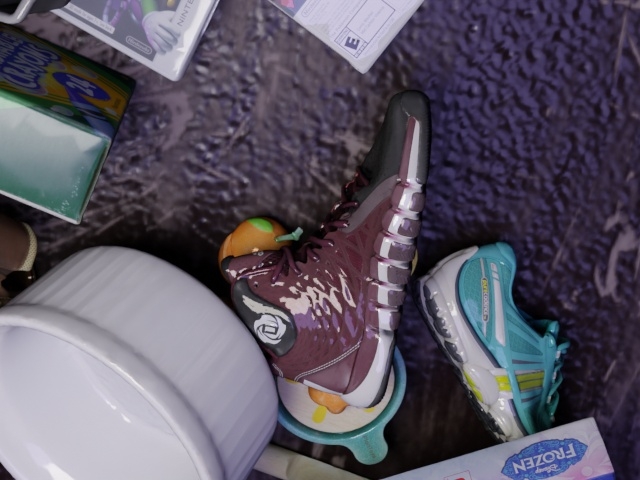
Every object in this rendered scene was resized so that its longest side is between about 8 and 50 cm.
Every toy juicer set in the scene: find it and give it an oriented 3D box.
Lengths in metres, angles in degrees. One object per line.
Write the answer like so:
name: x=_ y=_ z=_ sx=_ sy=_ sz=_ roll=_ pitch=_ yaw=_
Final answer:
toy juicer set: x=-0.024 y=0.128 z=1.319 sx=0.209 sy=0.089 sz=0.329 roll=2 pitch=111 yaw=-2

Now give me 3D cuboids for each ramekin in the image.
ramekin: x=-0.171 y=0.137 z=1.236 sx=0.277 sy=0.135 sz=0.277 roll=21 pitch=136 yaw=22

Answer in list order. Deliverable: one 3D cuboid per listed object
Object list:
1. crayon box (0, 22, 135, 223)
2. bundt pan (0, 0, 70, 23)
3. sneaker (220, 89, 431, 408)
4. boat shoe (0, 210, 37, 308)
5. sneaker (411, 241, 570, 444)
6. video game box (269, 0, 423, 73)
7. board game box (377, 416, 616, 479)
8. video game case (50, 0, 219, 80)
crayon box: x=-0.322 y=-0.138 z=1.148 sx=0.323 sy=0.203 sz=0.083 roll=22 pitch=107 yaw=-9
bundt pan: x=-0.255 y=-0.319 z=1.082 sx=0.330 sy=0.124 sz=0.331 roll=2 pitch=95 yaw=20
sneaker: x=0.000 y=0.000 z=1.200 sx=0.162 sy=0.106 sz=0.281 roll=11 pitch=101 yaw=3
boat shoe: x=-0.290 y=-0.005 z=1.201 sx=0.095 sy=0.257 sz=0.095 roll=-1 pitch=73 yaw=-4
sneaker: x=0.190 y=0.126 z=1.321 sx=0.110 sy=0.107 sz=0.275 roll=-30 pitch=112 yaw=-5
video game box: x=0.026 y=-0.277 z=1.188 sx=0.187 sy=0.048 sz=0.205 roll=36 pitch=106 yaw=-15
board game box: x=0.137 y=0.320 z=1.339 sx=0.318 sy=0.066 sz=0.319 roll=-18 pitch=137 yaw=6
video game case: x=-0.164 y=-0.254 z=1.177 sx=0.190 sy=0.022 sz=0.173 roll=30 pitch=108 yaw=7
